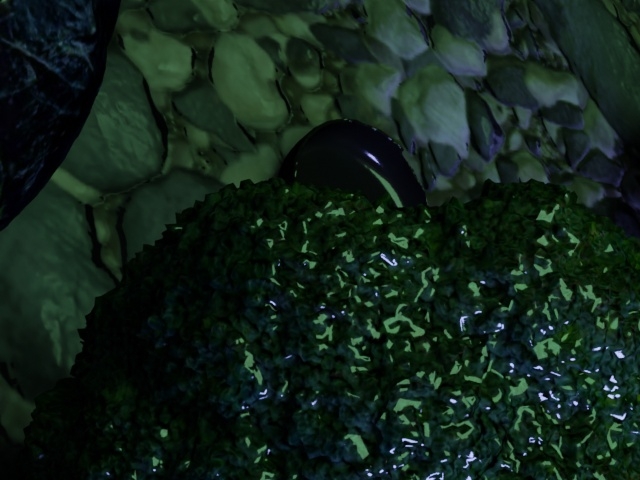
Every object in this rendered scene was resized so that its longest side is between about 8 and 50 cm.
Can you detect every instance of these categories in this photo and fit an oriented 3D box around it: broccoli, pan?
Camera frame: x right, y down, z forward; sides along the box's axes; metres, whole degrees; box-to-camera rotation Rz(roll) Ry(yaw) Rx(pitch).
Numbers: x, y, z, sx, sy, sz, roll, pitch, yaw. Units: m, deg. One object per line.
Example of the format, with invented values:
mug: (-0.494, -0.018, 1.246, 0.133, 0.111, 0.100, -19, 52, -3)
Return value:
broccoli: (0.020, 0.094, 0.664, 0.297, 0.297, 0.297, 46, 17, -11)
pan: (-0.002, 0.002, 0.844, 0.115, 0.040, 0.212, 59, 35, 2)

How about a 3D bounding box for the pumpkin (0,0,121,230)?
pumpkin: (-0.226, -0.111, 0.573, 0.315, 0.238, 0.315, 10, 60, -18)
